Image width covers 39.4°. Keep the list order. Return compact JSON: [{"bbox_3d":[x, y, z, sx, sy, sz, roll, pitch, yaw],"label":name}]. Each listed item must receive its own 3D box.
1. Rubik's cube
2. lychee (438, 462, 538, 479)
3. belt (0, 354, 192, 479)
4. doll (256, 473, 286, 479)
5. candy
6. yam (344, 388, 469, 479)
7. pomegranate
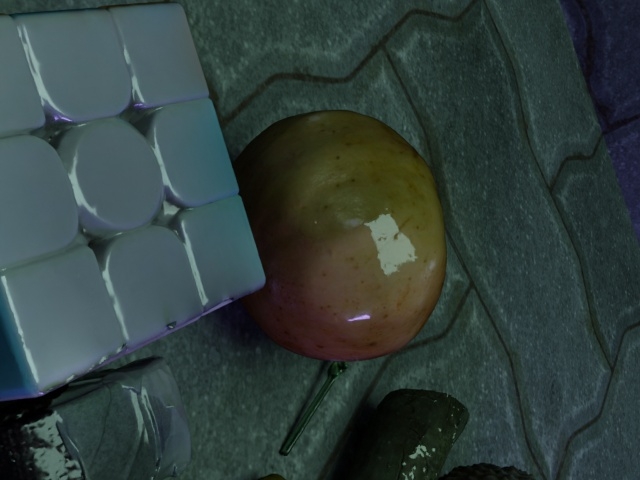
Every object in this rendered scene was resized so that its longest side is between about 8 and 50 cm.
[{"bbox_3d":[-0.275,-0.031,0.820,0.291,0.292,0.290,-24,99,-52],"label":"Rubik's cube"},{"bbox_3d":[0.269,0.499,1.392,0.300,0.300,0.300,19,65,-48],"label":"lychee"},{"bbox_3d":[-0.252,0.194,0.881,0.289,0.184,0.164,-15,87,-58],"label":"belt"},{"bbox_3d":[-0.091,0.369,1.110,0.209,0.137,0.097,-24,142,-49],"label":"doll"},{"bbox_3d":[0.017,0.191,1.327,0.305,0.083,0.091,-54,123,-36],"label":"candy"},{"bbox_3d":[0.124,0.335,1.356,0.154,0.154,0.254,57,47,-24],"label":"yam"},{"bbox_3d":[0.000,0.000,1.172,0.338,0.338,0.338,19,65,-48],"label":"pomegranate"}]
